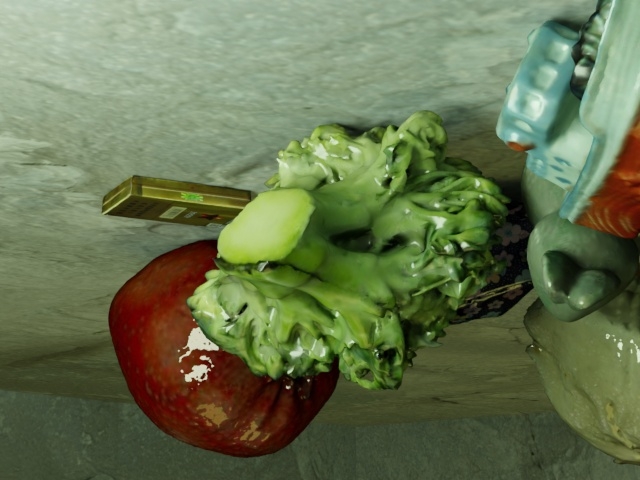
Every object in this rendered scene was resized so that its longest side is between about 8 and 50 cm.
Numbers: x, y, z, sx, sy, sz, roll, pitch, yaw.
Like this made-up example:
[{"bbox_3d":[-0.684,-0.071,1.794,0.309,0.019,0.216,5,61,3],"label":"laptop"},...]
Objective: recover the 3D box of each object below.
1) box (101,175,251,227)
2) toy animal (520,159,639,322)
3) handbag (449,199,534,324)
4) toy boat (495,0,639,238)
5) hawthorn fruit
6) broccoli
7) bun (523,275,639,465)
[{"bbox_3d":[-0.150,-0.039,1.333,0.133,0.023,0.090,6,167,-25],"label":"box"},{"bbox_3d":[0.212,0.000,1.042,0.127,0.125,0.251,-4,-151,29],"label":"toy animal"},{"bbox_3d":[0.158,0.026,1.381,0.229,0.126,0.208,-18,174,10],"label":"handbag"},{"bbox_3d":[0.191,-0.107,0.829,0.133,0.145,0.332,26,169,8],"label":"toy boat"},{"bbox_3d":[-0.129,0.117,1.542,0.307,0.265,0.265,18,-178,42],"label":"hawthorn fruit"},{"bbox_3d":[0.000,0.000,1.087,0.288,0.248,0.245,-47,147,6],"label":"broccoli"},{"bbox_3d":[0.355,0.127,1.317,0.282,0.204,0.281,2,-150,-1],"label":"bun"}]
